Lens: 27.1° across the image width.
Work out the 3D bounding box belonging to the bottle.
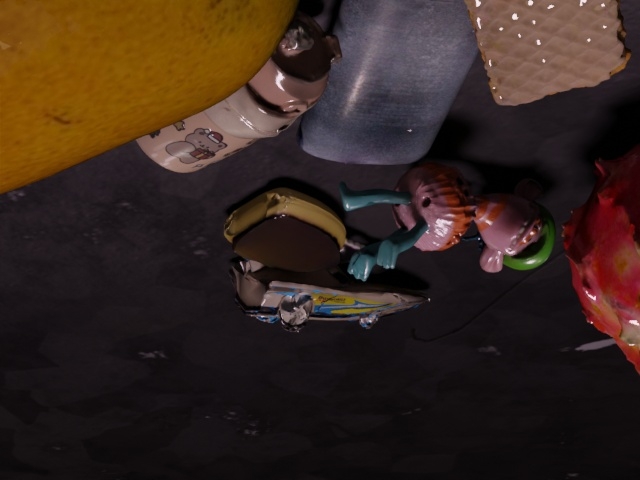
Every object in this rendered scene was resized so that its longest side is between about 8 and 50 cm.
[{"bbox_3d":[-0.052,-0.109,0.890,0.152,0.099,0.099,-23,145,37],"label":"bottle"}]

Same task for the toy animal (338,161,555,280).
[{"bbox_3d":[0.098,-0.018,1.065,0.208,0.100,0.103,-6,-160,-43],"label":"toy animal"}]

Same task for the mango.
[{"bbox_3d":[-0.191,-0.138,0.717,0.378,0.221,0.264,-6,148,-15],"label":"mango"}]

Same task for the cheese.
[{"bbox_3d":[0.000,0.001,1.158,0.162,0.036,0.086,22,140,-38],"label":"cheese"}]

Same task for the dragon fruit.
[{"bbox_3d":[0.317,-0.008,1.016,0.268,0.210,0.205,-16,-172,26],"label":"dragon fruit"}]

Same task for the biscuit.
[{"bbox_3d":[0.105,-0.194,0.707,0.094,0.054,0.378,-11,151,12],"label":"biscuit"}]

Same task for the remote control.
[{"bbox_3d":[0.070,-0.165,0.860,0.107,0.044,0.377,-1,151,-13],"label":"remote control"}]

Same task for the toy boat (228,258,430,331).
[{"bbox_3d":[0.014,0.051,1.230,0.210,0.066,0.084,4,-175,-31],"label":"toy boat"}]
